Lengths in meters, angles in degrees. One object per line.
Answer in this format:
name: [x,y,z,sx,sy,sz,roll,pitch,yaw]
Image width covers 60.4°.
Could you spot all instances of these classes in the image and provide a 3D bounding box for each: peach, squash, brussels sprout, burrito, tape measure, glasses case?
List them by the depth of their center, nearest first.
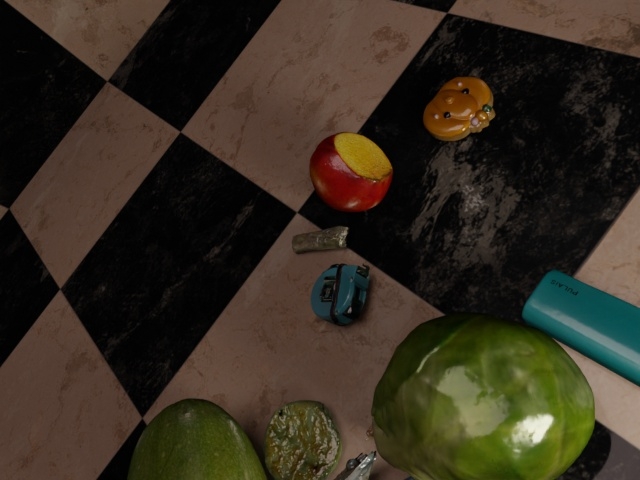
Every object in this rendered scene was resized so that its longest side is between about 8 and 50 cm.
brussels sprout: [0.238,0.266,0.893,0.354,0.289,0.282,-38,59,40]
glasses case: [0.498,0.157,0.916,0.301,0.070,0.117,31,84,41]
squash: [-0.247,0.483,1.134,0.310,0.310,0.309,-38,30,10]
tape measure: [0.041,0.120,1.225,0.125,0.081,0.146,-8,61,42]
peach: [0.073,-0.163,1.285,0.192,0.190,0.190,-4,63,49]
burrito: [-0.001,-0.001,1.341,0.171,0.042,0.051,-7,72,32]

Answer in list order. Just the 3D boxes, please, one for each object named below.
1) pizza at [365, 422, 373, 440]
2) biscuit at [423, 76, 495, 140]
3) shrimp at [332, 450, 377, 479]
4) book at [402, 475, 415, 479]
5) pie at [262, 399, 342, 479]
pizza: [0.143,0.349,1.074,0.100,0.029,0.099,-3,56,29]
biscuit: [0.324,-0.310,1.286,0.170,0.050,0.170,-15,59,27]
shrimp: [0.026,0.528,0.985,0.164,0.062,0.317,33,89,37]
book: [0.142,0.653,0.901,0.300,0.039,0.428,-35,52,13]
pie: [-0.038,0.422,1.141,0.186,0.041,0.187,-15,58,26]
